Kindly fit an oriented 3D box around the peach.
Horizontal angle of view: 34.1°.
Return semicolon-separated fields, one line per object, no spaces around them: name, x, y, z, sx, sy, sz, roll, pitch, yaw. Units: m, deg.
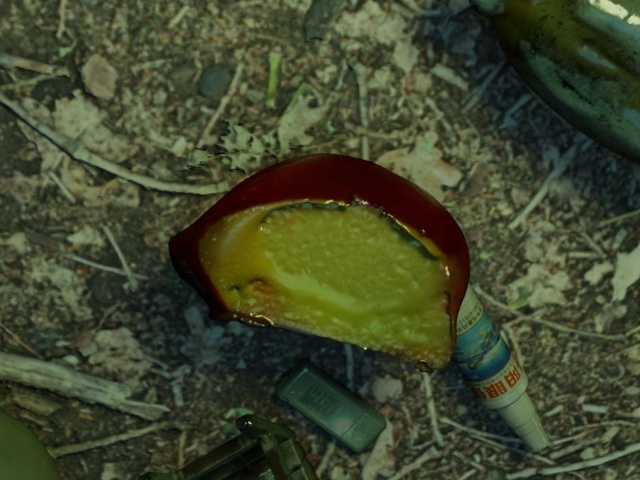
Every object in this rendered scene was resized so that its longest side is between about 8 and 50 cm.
peach;0.003;-0.002;0.951;0.267;0.154;0.159;11;111;-3

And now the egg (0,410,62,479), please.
egg;-0.364;0.318;0.985;0.258;0.258;0.352;15;107;-12

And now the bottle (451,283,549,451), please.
bottle;0.176;0.133;1.075;0.060;0.060;0.217;-32;113;7

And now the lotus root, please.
lotus root;0.255;-0.178;0.921;0.322;0.140;0.158;29;130;-10

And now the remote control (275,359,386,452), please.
remote control;0.012;0.175;1.095;0.124;0.018;0.053;38;102;-19

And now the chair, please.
chair;-0.055;0.287;1.087;0.136;0.147;0.270;-32;155;9
